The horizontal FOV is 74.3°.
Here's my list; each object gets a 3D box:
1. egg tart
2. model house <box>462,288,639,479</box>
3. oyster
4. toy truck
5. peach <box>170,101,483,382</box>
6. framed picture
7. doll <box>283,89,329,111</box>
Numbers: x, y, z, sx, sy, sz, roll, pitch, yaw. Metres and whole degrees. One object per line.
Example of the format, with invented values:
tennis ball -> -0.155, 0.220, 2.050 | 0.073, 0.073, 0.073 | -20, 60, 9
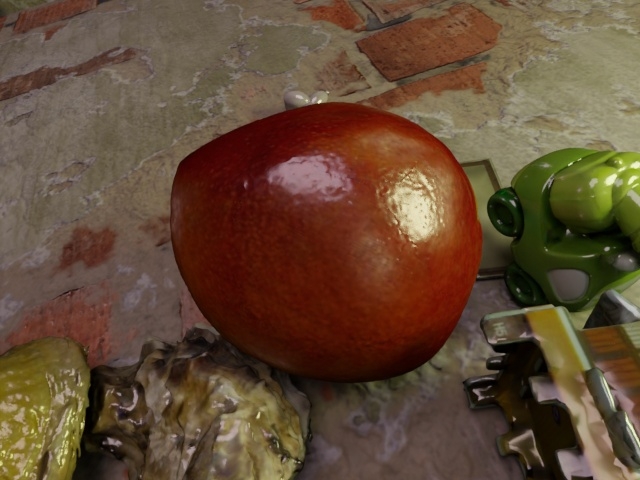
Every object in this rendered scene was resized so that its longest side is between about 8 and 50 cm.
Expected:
egg tart -> -0.356, 0.221, 0.471 | 0.231, 0.098, 0.253 | 16, 78, 44
model house -> 0.251, 0.159, 0.337 | 0.215, 0.224, 0.199 | -11, 50, 5
oyster -> -0.143, 0.196, 0.457 | 0.238, 0.115, 0.351 | -41, 32, -16
toy truck -> 0.299, -0.016, 0.459 | 0.148, 0.210, 0.187 | -24, 86, -11
peach -> 0.000, 0.000, 0.465 | 0.332, 0.308, 0.308 | 21, 53, -12
framed picture -> 0.202, -0.036, 0.640 | 0.172, 0.010, 0.232 | -6, 51, 8
doll -> -0.028, -0.236, 0.820 | 0.161, 0.059, 0.160 | -33, 54, -13
